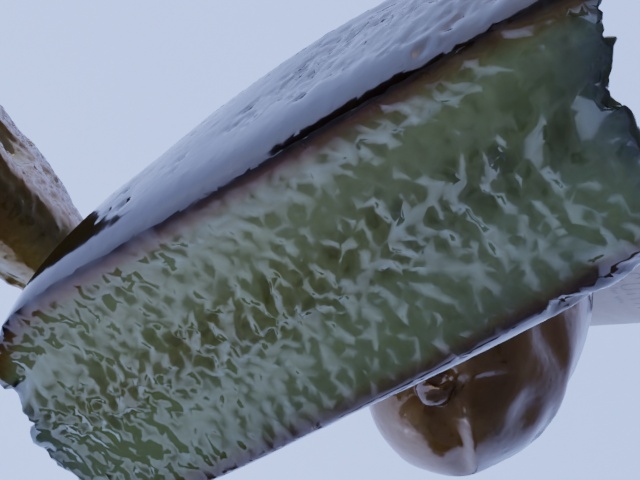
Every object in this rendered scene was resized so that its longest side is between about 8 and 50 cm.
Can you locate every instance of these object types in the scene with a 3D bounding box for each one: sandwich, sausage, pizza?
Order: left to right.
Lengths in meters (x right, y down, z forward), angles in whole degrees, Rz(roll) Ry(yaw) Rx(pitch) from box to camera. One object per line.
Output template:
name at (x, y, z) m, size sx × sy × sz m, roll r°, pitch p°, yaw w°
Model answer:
pizza at (-0.200, -0.062, 0.664) m, size 0.062 × 0.161 × 0.182 m, roll -36°, pitch -51°, yaw 5°
sandwich at (0.000, 0.000, 0.397) m, size 0.094 × 0.258 × 0.096 m, roll 50°, pitch -144°, yaw -16°
sausage at (0.105, 0.050, 0.795) m, size 0.241 × 0.120 × 0.136 m, roll -51°, pitch -41°, yaw -56°

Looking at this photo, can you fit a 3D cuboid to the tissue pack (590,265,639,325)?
tissue pack at (0.272, 0.023, 1.368) m, size 0.170 × 0.325 × 0.071 m, roll 51°, pitch -129°, yaw -30°
